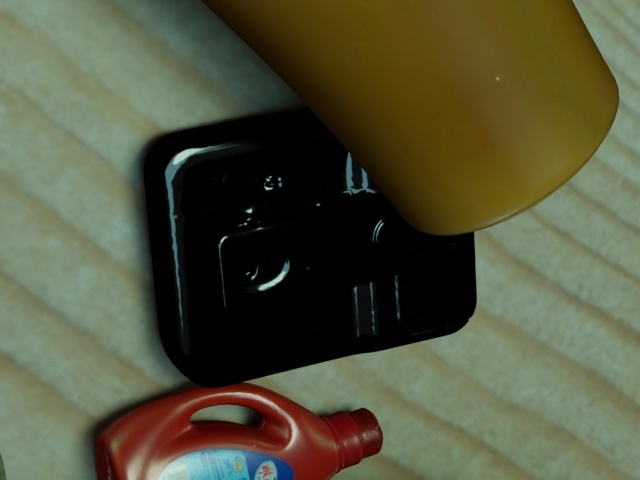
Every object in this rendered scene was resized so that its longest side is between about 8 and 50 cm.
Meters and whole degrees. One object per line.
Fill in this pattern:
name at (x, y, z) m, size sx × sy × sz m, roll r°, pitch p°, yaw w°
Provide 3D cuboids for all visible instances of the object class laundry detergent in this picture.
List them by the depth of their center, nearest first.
laundry detergent at (-0.042, 0.122, 1.044) m, size 0.165 × 0.049 × 0.097 m, roll -15°, pitch 109°, yaw -25°

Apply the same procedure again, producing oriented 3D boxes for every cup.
cup at (0.037, -0.152, 0.926) m, size 0.264 × 0.182 × 0.226 m, roll 53°, pitch 42°, yaw -25°

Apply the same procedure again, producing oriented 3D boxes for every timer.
timer at (0.000, 0.000, 1.021) m, size 0.187 × 0.055 × 0.144 m, roll -12°, pitch 111°, yaw -23°

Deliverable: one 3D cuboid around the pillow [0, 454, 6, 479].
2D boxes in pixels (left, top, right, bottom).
pillow at (-0.214, 0.207, 0.990) m, size 0.130 × 0.033 × 0.218 m, roll -18°, pitch 113°, yaw -22°
